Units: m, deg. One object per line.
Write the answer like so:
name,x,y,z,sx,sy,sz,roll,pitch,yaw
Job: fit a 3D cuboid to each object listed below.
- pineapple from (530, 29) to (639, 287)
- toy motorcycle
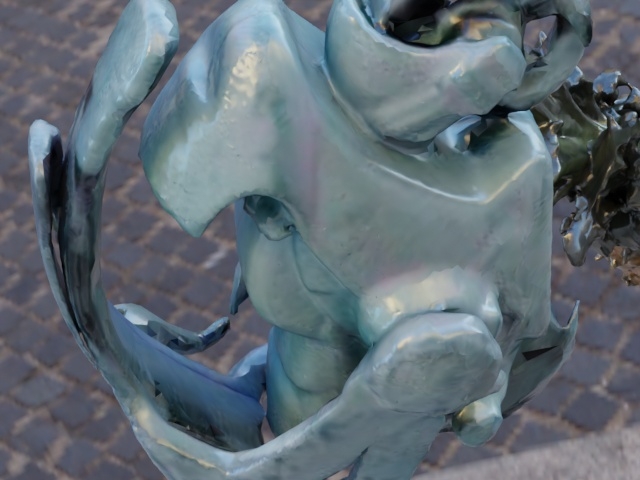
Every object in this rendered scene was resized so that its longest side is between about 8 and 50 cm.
pineapple,0.223,-0.050,1.116,0.169,0.340,0.169,-12,69,33
toy motorcycle,0.000,0.000,0.616,0.206,0.260,0.154,-9,46,-2
